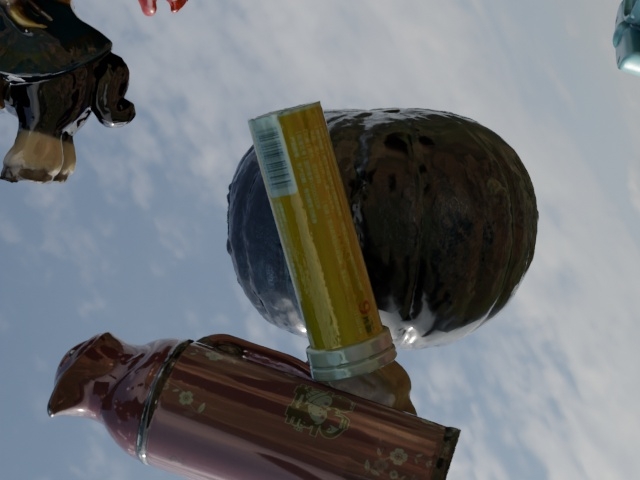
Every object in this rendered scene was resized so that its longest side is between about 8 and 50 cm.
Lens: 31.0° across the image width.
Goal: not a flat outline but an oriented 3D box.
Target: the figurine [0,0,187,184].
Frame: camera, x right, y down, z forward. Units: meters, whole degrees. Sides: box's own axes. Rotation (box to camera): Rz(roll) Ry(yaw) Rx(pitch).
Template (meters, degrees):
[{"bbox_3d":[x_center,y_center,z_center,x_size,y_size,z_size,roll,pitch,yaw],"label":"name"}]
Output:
[{"bbox_3d":[-0.244,-0.244,0.965,0.306,0.412,0.241,42,-171,12],"label":"figurine"}]

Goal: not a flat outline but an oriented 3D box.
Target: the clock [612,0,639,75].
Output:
[{"bbox_3d":[0.225,-0.180,0.720,0.108,0.045,0.147,-70,-6,-57],"label":"clock"}]

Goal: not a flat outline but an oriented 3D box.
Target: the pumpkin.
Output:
[{"bbox_3d":[0.065,-0.021,1.330,0.363,0.363,0.266,-40,-49,-69],"label":"pumpkin"}]

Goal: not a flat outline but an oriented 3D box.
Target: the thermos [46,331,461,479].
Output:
[{"bbox_3d":[-0.056,0.141,0.938,0.109,0.330,0.136,84,-155,-66],"label":"thermos"}]

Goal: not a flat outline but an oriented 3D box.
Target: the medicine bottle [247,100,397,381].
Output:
[{"bbox_3d":[0.000,0.000,0.926,0.074,0.074,0.218,-37,-67,-69],"label":"medicine bottle"}]

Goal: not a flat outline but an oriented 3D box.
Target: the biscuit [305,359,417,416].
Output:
[{"bbox_3d":[0.001,0.227,1.146,0.047,0.320,0.183,-23,-105,-44],"label":"biscuit"}]
